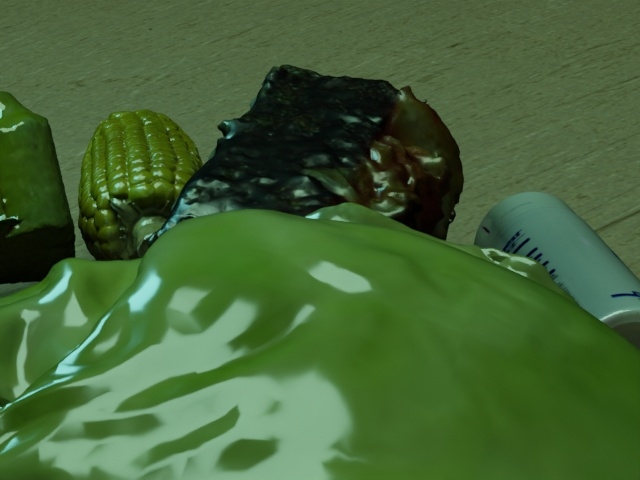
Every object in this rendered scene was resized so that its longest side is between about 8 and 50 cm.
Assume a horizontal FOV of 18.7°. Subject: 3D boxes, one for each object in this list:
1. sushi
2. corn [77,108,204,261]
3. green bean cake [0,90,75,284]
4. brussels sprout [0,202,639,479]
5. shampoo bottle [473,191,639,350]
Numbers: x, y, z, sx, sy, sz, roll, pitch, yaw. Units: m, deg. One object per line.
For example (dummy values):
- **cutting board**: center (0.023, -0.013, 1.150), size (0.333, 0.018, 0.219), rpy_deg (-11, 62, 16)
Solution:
- **sushi**: center (0.000, 0.000, 1.451), size (0.182, 0.196, 0.343), rpy_deg (19, 33, 12)
- **corn**: center (-0.151, -0.041, 1.673), size (0.119, 0.119, 0.322), rpy_deg (-9, 16, -5)
- **green bean cake**: center (-0.317, -0.022, 1.541), size (0.236, 0.124, 0.233), rpy_deg (-10, -13, -10)
- **brussels sprout**: center (0.024, 0.183, 0.721), size (0.361, 0.342, 0.425), rpy_deg (8, 42, 4)
- **shampoo bottle**: center (0.176, 0.035, 1.401), size (0.092, 0.092, 0.303), rpy_deg (-9, 20, -7)
